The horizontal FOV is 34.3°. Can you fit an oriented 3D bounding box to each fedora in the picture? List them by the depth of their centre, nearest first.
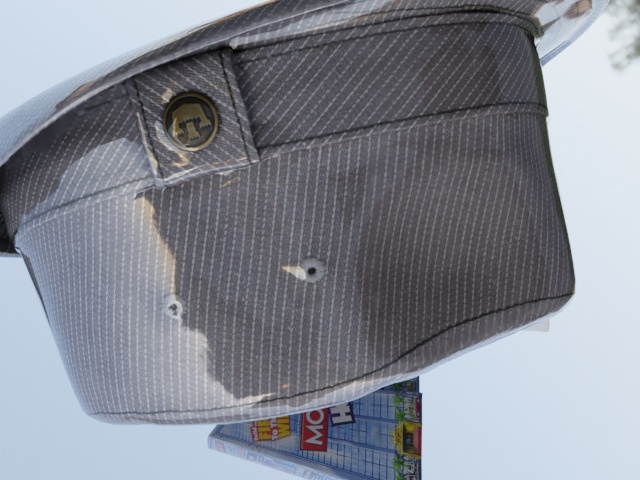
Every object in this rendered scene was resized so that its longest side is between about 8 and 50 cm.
[{"bbox_3d":[0.000,0.000,0.405,0.244,0.275,0.124,76,177,-82],"label":"fedora"}]

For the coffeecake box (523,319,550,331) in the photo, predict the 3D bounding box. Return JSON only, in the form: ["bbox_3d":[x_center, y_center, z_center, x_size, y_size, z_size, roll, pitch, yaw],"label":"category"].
[{"bbox_3d":[0.083,-0.005,0.715,0.185,0.142,0.068,61,-144,-59],"label":"coffeecake box"}]

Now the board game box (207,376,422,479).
[{"bbox_3d":[-0.005,0.146,0.969,0.194,0.060,0.194,4,-113,-5],"label":"board game box"}]
